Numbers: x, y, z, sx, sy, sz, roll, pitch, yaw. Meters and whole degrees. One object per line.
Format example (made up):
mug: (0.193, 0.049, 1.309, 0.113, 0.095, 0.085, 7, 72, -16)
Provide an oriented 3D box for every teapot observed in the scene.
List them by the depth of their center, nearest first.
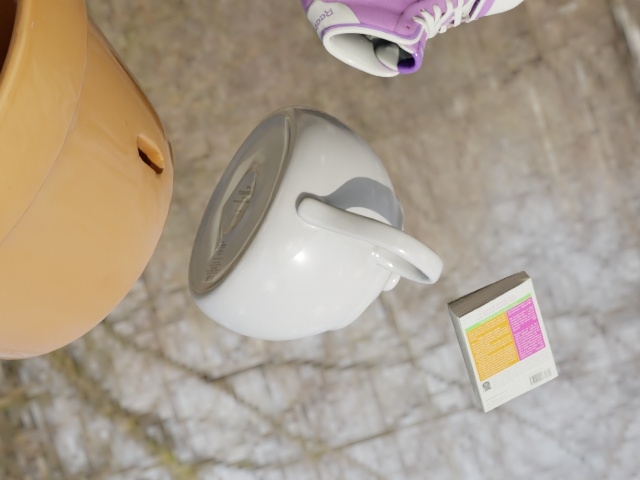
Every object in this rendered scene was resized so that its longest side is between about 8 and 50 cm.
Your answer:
teapot: (0.000, 0.000, 1.828, 0.252, 0.187, 0.256, -52, -158, 32)

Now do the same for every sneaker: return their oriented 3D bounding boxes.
sneaker: (0.114, -0.239, 1.999, 0.282, 0.161, 0.102, -4, 143, -21)

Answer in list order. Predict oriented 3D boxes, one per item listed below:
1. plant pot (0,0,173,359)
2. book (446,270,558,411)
plant pot: (-0.227, -0.056, 1.134, 0.291, 0.291, 0.203, -14, 149, 29)
book: (0.205, 0.113, 2.047, 0.096, 0.144, 0.035, -25, -146, -9)
